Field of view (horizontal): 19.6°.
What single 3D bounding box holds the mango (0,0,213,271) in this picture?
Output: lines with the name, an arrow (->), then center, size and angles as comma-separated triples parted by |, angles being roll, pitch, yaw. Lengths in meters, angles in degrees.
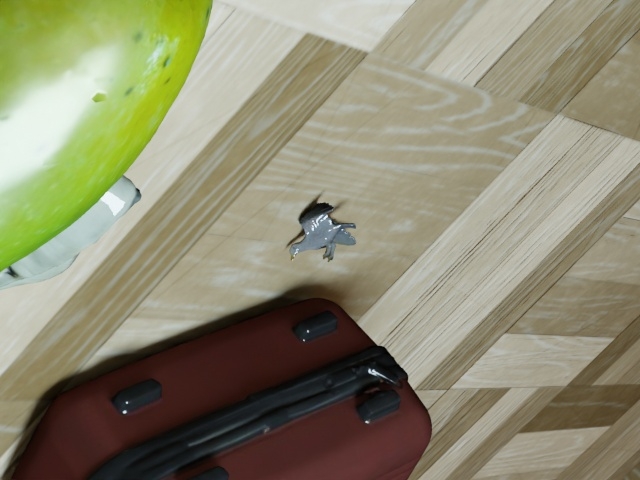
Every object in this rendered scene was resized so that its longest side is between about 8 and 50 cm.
mango -> -0.204, -0.058, 0.655 | 0.382, 0.225, 0.201 | -28, 156, 23

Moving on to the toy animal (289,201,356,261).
toy animal -> 0.000, 0.000, 1.335 | 0.050, 0.028, 0.084 | -46, 158, -6

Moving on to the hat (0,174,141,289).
hat -> -0.236, 0.037, 0.920 | 0.258, 0.168, 0.301 | -52, -176, -10

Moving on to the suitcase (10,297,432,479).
suitcase -> -0.082, 0.183, 1.380 | 0.297, 0.161, 0.236 | -20, 151, -42
